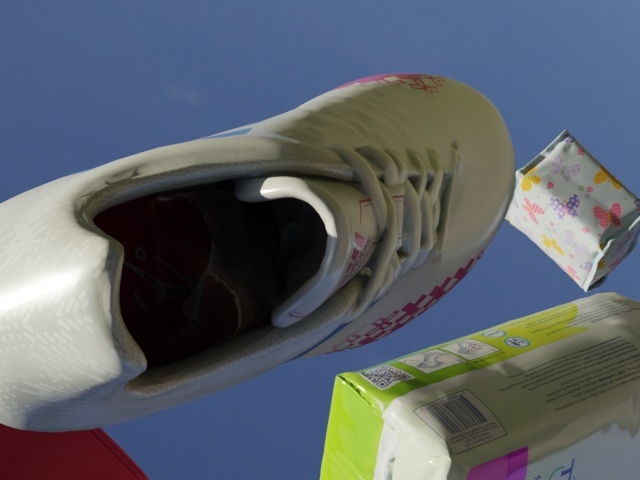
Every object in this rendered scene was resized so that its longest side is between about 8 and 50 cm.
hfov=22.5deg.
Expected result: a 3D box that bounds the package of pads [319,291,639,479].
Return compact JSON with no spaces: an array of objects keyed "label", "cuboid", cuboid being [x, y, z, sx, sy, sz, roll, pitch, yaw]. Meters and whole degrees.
[{"label":"package of pads","cuboid":[0.098,0.188,0.897,0.229,0.296,0.101,-15,-145,-39]}]

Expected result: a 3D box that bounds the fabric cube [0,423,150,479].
[{"label":"fabric cube","cuboid":[-0.303,0.229,1.081,0.258,0.259,0.254,-11,-147,-41]}]

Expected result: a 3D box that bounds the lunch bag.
[{"label":"lunch bag","cuboid":[0.145,-0.014,0.920,0.053,0.083,0.071,-40,-108,-18]}]

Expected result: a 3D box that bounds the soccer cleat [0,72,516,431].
[{"label":"soccer cleat","cuboid":[0.000,0.000,0.662,0.331,0.143,0.116,-22,-83,-42]}]
